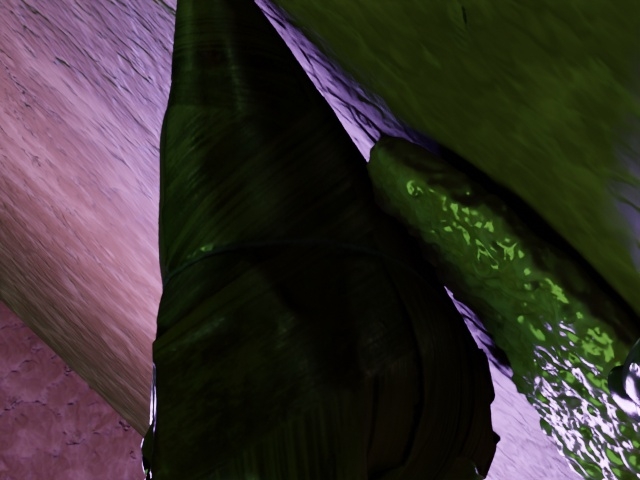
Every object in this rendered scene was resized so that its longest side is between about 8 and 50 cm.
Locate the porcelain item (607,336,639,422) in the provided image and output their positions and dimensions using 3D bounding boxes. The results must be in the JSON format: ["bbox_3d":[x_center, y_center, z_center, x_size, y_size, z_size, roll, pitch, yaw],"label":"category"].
[{"bbox_3d":[0.161,0.054,0.730,0.081,0.069,0.216,34,166,-2],"label":"porcelain item"}]

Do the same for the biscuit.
[{"bbox_3d":[0.119,0.053,0.935,0.250,0.032,0.133,54,163,-26],"label":"biscuit"}]

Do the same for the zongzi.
[{"bbox_3d":[0.000,0.000,1.034,0.286,0.138,0.300,9,-110,-69],"label":"zongzi"}]
